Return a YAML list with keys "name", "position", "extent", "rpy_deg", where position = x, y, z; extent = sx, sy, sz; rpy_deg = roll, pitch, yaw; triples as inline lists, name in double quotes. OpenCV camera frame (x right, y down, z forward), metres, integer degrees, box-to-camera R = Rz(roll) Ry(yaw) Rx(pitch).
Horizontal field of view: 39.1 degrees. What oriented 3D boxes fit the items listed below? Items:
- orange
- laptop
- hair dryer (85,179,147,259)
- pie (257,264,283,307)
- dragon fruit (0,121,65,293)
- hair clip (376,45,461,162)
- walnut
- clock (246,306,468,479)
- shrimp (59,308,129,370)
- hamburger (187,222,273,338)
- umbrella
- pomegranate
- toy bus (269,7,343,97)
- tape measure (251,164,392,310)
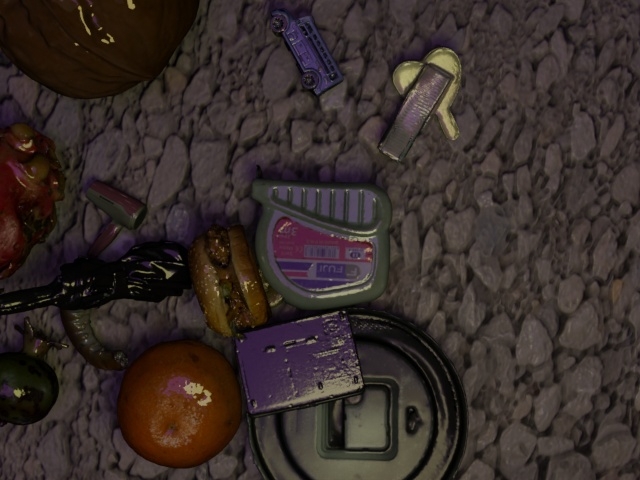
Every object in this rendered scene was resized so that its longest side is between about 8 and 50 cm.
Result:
- name: "orange"
  position: [-0.242, 0.278, 1.552]
  extent: [0.224, 0.170, 0.224]
  rpy_deg: [0, 103, -1]
- name: "laptop"
  position: [-0.038, 0.210, 1.534]
  extent: [0.207, 0.026, 0.154]
  rpy_deg: [-12, 81, -1]
- name: "hair dryer"
  position: [-0.386, -0.019, 1.599]
  extent: [0.106, 0.054, 0.154]
  rpy_deg: [27, 96, 3]
- name: "pie"
  position: [-0.098, 0.082, 1.619]
  extent: [0.084, 0.020, 0.084]
  rpy_deg: [0, 90, -1]
- name: "dragon fruit"
  position: [-0.558, -0.071, 1.493]
  extent: [0.250, 0.269, 0.291]
  rpy_deg: [40, 95, -12]
- name: "hair clip"
  position: [0.184, -0.235, 1.585]
  extent: [0.159, 0.071, 0.218]
  rpy_deg: [28, 98, -8]
- name: "walnut"
  position: [-0.381, -0.426, 1.454]
  extent: [0.354, 0.308, 0.398]
  rpy_deg: [-29, 93, 34]
- name: "clock"
  position: [0.063, 0.309, 1.572]
  extent: [0.386, 0.076, 0.386]
  rpy_deg: [0, 82, 0]
- name: "shrimp"
  position: [-0.393, 0.154, 1.558]
  extent: [0.166, 0.049, 0.161]
  rpy_deg: [25, 125, 37]
- name: "hamburger"
  position: [-0.158, 0.061, 1.514]
  extent: [0.118, 0.182, 0.191]
  rpy_deg: [-17, 127, -10]
- name: "umbrella"
  position: [-0.374, 0.074, 1.519]
  extent: [0.340, 0.118, 0.118]
  rpy_deg: [-14, 93, -29]
- name: "pomegranate"
  position: [-0.520, 0.240, 1.572]
  extent: [0.148, 0.148, 0.169]
  rpy_deg: [24, 55, -2]
- name: "toy bus"
  position: [-0.026, -0.336, 1.576]
  extent: [0.076, 0.073, 0.167]
  rpy_deg: [-29, 95, 3]
- name: "tape measure"
  position: [0.000, -0.001, 1.565]
  extent: [0.243, 0.125, 0.246]
  rpy_deg: [3, 89, 2]
